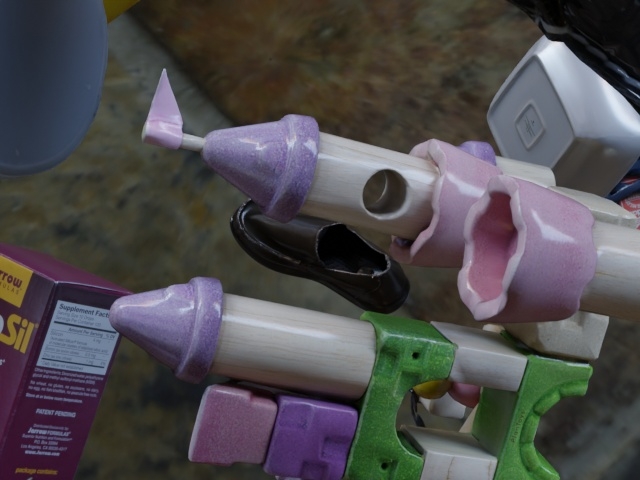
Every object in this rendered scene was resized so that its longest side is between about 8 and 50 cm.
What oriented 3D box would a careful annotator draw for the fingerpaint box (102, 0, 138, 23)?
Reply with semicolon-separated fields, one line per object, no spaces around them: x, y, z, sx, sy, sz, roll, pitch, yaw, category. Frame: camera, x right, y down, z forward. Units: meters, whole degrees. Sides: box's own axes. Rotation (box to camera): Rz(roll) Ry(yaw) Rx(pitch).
-0.401;-0.299;1.303;0.371;0.163;0.445;-34;60;9;fingerpaint box

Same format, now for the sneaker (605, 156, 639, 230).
0.311;-0.068;1.509;0.131;0.148;0.350;-14;129;9;sneaker

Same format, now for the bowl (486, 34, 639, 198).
0.193;-0.097;1.248;0.053;0.142;0.142;-4;60;-29;bowl

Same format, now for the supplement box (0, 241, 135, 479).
-0.220;0.105;1.075;0.104;0.081;0.188;21;94;38;supplement box

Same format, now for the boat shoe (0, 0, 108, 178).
-0.225;-0.132;0.425;0.156;0.367;0.136;0;66;32;boat shoe

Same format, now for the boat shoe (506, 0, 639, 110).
0.054;-0.105;0.366;0.102;0.108;0.301;-11;58;-23;boat shoe

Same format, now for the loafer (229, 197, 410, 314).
0.000;0.000;1.634;0.220;0.078;0.080;23;62;18;loafer

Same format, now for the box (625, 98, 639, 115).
0.279;-0.138;0.976;0.159;0.233;0.044;48;62;-1;box

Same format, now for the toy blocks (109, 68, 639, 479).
0.006;0.073;0.791;0.260;0.309;0.288;11;103;-17;toy blocks
